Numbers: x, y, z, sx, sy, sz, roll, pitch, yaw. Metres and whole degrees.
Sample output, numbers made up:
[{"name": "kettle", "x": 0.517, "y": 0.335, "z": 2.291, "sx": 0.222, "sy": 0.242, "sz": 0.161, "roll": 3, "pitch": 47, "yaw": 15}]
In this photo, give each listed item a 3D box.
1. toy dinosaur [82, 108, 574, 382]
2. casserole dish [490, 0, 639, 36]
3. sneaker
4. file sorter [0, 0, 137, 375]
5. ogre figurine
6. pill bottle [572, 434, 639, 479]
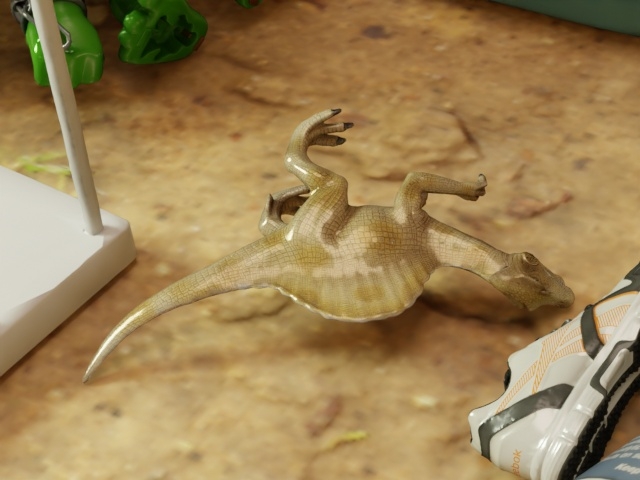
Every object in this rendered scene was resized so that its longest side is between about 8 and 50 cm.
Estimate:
[{"name": "toy dinosaur", "x": 0.000, "y": 0.000, "z": 0.574, "sx": 0.183, "sy": 0.053, "sz": 0.092, "roll": -6, "pitch": 42, "yaw": 0}, {"name": "casserole dish", "x": 0.124, "y": -0.143, "z": 0.740, "sx": 0.188, "sy": 0.037, "sz": 0.114, "roll": 18, "pitch": 46, "yaw": 26}, {"name": "sneaker", "x": 0.088, "y": 0.039, "z": 0.528, "sx": 0.044, "sy": 0.040, "sz": 0.109, "roll": 19, "pitch": 46, "yaw": 29}, {"name": "file sorter", "x": -0.234, "y": -0.011, "z": 0.523, "sx": 0.193, "sy": 0.173, "sz": 0.278, "roll": 22, "pitch": 47, "yaw": 28}, {"name": "ogre figurine", "x": -0.084, "y": -0.146, "z": 0.731, "sx": 0.118, "sy": 0.097, "sz": 0.197, "roll": 40, "pitch": 71, "yaw": 19}, {"name": "pill bottle", "x": 0.133, "y": 0.085, "z": 0.417, "sx": 0.180, "sy": 0.108, "sz": 0.108, "roll": -30, "pitch": 46, "yaw": -25}]
